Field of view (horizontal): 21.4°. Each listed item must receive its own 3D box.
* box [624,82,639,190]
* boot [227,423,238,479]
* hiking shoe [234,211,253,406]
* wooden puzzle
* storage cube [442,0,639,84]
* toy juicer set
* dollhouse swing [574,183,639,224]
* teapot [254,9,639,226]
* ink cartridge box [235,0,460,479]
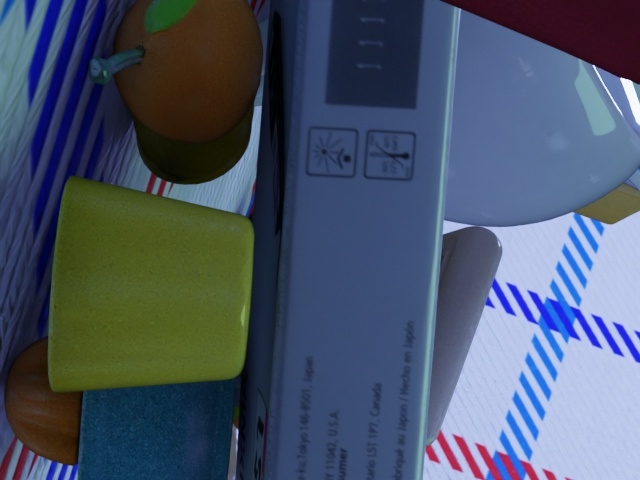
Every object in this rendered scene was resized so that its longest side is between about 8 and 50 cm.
[{"bbox_3d":[0.233,-0.140,1.323,0.186,0.038,0.145,31,92,-44],"label":"box"},{"bbox_3d":[-0.100,0.195,1.019,0.269,0.089,0.236,-83,165,-50],"label":"boot"},{"bbox_3d":[-0.043,0.034,1.138,0.227,0.086,0.114,-74,169,-72],"label":"hiking shoe"},{"bbox_3d":[0.015,0.086,1.361,0.238,0.044,0.221,-13,-141,38],"label":"wooden puzzle"},{"bbox_3d":[0.040,-0.183,0.373,0.193,0.183,0.215,106,6,-61],"label":"storage cube"},{"bbox_3d":[-0.077,0.032,0.684,0.329,0.089,0.209,99,-6,-55],"label":"toy juicer set"},{"bbox_3d":[0.175,-0.166,1.329,0.315,0.305,0.347,-50,161,-78],"label":"dollhouse swing"},{"bbox_3d":[0.056,-0.105,0.950,0.256,0.187,0.252,53,19,-36],"label":"teapot"},{"bbox_3d":[0.000,0.000,0.674,0.239,0.060,0.275,-143,-123,-80],"label":"ink cartridge box"}]
